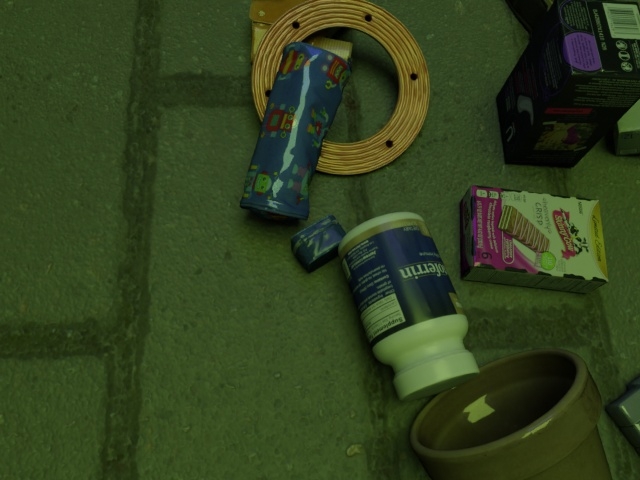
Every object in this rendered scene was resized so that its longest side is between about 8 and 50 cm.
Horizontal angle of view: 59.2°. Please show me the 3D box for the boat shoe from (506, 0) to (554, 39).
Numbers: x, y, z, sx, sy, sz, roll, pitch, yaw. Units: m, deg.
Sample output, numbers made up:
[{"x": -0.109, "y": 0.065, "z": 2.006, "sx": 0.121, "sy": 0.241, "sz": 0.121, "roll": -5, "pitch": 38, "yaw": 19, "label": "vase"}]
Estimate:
[{"x": 0.483, "y": -0.515, "z": 1.200, "sx": 0.104, "sy": 0.111, "sz": 0.307, "roll": -15, "pitch": 80, "yaw": -15, "label": "boat shoe"}]

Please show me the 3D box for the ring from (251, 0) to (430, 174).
[{"x": 0.039, "y": -0.288, "z": 1.053, "sx": 0.337, "sy": 0.032, "sz": 0.336, "roll": 0, "pitch": 89, "yaw": -9, "label": "ring"}]

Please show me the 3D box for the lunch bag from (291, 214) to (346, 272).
[{"x": 0.000, "y": 0.000, "z": 0.957, "sx": 0.098, "sy": 0.067, "sz": 0.065, "roll": -31, "pitch": 74, "yaw": -16, "label": "lunch bag"}]

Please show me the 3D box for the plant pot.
[{"x": 0.293, "y": 0.311, "z": 0.780, "sx": 0.263, "sy": 0.263, "sz": 0.229, "roll": -31, "pitch": 91, "yaw": -16, "label": "plant pot"}]

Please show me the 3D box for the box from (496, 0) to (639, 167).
[{"x": 0.434, "y": -0.267, "z": 0.996, "sx": 0.143, "sy": 0.270, "sz": 0.165, "roll": 3, "pitch": 68, "yaw": -4, "label": "box"}]

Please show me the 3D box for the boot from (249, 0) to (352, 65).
[{"x": -0.031, "y": -0.467, "z": 1.127, "sx": 0.211, "sy": 0.104, "sz": 0.295, "roll": 9, "pitch": 71, "yaw": -2, "label": "boot"}]

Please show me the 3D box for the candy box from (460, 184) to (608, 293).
[{"x": 0.369, "y": -0.002, "z": 0.990, "sx": 0.233, "sy": 0.071, "sz": 0.159, "roll": 6, "pitch": 67, "yaw": -3, "label": "candy box"}]

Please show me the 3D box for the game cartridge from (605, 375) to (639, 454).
[{"x": 0.668, "y": 0.268, "z": 0.916, "sx": 0.355, "sy": 0.068, "sz": 0.230, "roll": -29, "pitch": 77, "yaw": -16, "label": "game cartridge"}]

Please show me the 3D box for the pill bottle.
[{"x": 0.135, "y": 0.102, "z": 0.875, "sx": 0.153, "sy": 0.153, "sz": 0.264, "roll": -14, "pitch": 66, "yaw": -11, "label": "pill bottle"}]

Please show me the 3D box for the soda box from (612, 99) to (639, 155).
[{"x": 0.702, "y": -0.236, "z": 1.043, "sx": 0.286, "sy": 0.091, "sz": 0.098, "roll": -5, "pitch": 65, "yaw": 23, "label": "soda box"}]

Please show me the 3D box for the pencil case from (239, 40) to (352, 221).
[{"x": -0.041, "y": -0.179, "z": 0.962, "sx": 0.119, "sy": 0.133, "sz": 0.306, "roll": 14, "pitch": 85, "yaw": 28, "label": "pencil case"}]
